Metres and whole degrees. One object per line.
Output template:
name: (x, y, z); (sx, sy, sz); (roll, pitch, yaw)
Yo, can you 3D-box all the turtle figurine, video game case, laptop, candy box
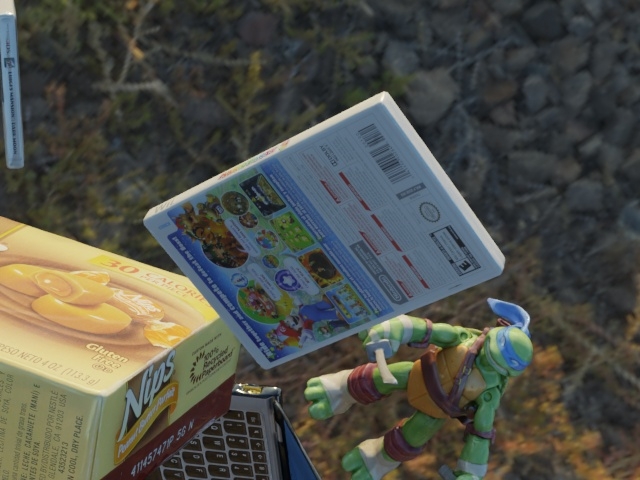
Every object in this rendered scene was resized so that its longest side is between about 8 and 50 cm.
turtle figurine: (0.086, 0.182, 1.491); (0.198, 0.266, 0.274); (34, 51, -21)
video game case: (-0.346, -0.194, 1.590); (0.022, 0.190, 0.173); (-4, 115, -12)
laptop: (-0.098, 0.328, 1.303); (0.408, 0.382, 0.236); (5, 49, 8)
candy box: (-0.225, 0.048, 0.849); (0.316, 0.087, 0.183); (17, 19, 18)
video game case: (0.000, 0.000, 0.572); (0.087, 0.122, 0.011); (52, 33, -22)
